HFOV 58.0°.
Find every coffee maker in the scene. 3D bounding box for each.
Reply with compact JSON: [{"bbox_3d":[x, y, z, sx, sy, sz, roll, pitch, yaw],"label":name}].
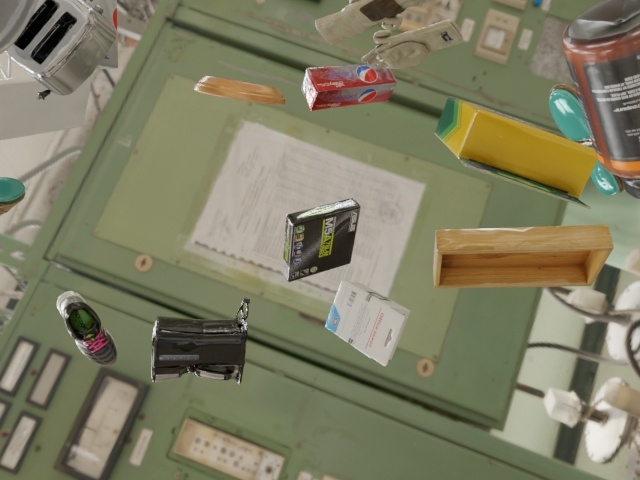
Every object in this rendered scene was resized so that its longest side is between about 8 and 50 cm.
[{"bbox_3d":[-0.240,0.194,1.136,0.120,0.178,0.172,159,115,-71],"label":"coffee maker"}]

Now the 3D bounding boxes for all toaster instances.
[{"bbox_3d":[-0.514,-0.386,1.130,0.227,0.129,0.146,-50,4,-2],"label":"toaster"}]

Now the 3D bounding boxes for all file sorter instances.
[{"bbox_3d":[-0.788,-0.408,1.532,0.277,0.173,0.193,-22,-22,-40],"label":"file sorter"}]

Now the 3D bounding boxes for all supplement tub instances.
[{"bbox_3d":[0.317,-0.135,0.571,0.198,0.105,0.106,56,-142,-30],"label":"supplement tub"}]

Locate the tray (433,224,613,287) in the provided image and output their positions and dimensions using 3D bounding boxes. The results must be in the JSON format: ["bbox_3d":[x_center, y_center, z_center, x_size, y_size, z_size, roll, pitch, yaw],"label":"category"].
[{"bbox_3d":[0.503,0.045,1.489,0.203,0.410,0.076,76,-164,-58],"label":"tray"}]

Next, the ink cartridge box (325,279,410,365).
[{"bbox_3d":[0.099,0.157,1.099,0.060,0.180,0.104,15,-82,-41],"label":"ink cartridge box"}]

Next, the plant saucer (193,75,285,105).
[{"bbox_3d":[-0.173,-0.328,1.258,0.200,0.199,0.037,-56,-23,-73],"label":"plant saucer"}]

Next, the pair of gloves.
[{"bbox_3d":[0.132,-0.405,1.094,0.240,0.204,0.042,16,-115,-47],"label":"pair of gloves"}]

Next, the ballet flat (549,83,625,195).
[{"bbox_3d":[0.701,-0.276,1.463,0.124,0.342,0.116,-43,15,-16],"label":"ballet flat"}]

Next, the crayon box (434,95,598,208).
[{"bbox_3d":[0.319,-0.161,0.968,0.323,0.202,0.083,-81,9,-71],"label":"crayon box"}]

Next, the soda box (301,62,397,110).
[{"bbox_3d":[0.083,-0.448,1.668,0.083,0.263,0.092,119,134,-58],"label":"soda box"}]

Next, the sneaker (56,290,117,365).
[{"bbox_3d":[-0.439,0.177,1.096,0.063,0.171,0.074,-32,24,-21],"label":"sneaker"}]

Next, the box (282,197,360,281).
[{"bbox_3d":[0.000,0.000,1.403,0.045,0.184,0.191,55,148,41],"label":"box"}]

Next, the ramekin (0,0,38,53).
[{"bbox_3d":[-0.540,-0.414,0.923,0.207,0.109,0.207,-56,16,25],"label":"ramekin"}]

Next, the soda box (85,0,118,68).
[{"bbox_3d":[-0.649,-0.644,1.655,0.098,0.091,0.287,-15,-71,-60],"label":"soda box"}]

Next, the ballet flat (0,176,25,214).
[{"bbox_3d":[-0.593,-0.059,1.004,0.067,0.073,0.206,-54,5,17],"label":"ballet flat"}]

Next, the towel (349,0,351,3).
[{"bbox_3d":[0.189,-0.892,1.794,0.121,0.234,0.284,-52,-34,-73],"label":"towel"}]
